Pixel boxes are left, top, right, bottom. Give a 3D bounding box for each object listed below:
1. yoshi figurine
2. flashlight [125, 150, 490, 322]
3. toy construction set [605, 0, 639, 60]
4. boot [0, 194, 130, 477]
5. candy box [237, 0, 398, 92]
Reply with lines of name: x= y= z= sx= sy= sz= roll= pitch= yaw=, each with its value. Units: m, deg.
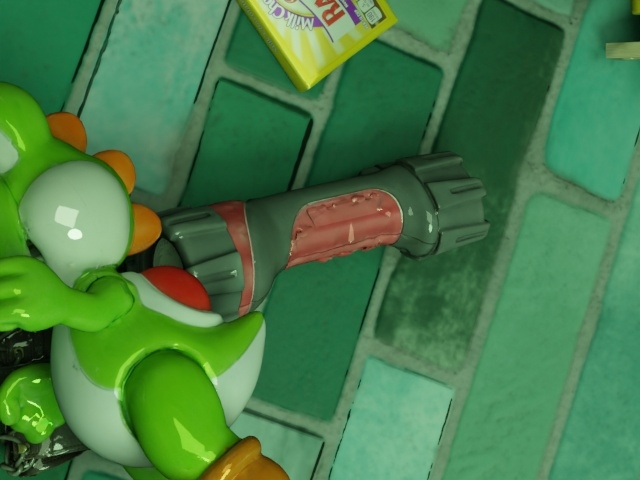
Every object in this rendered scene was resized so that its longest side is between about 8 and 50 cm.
yoshi figurine: x=-0.183 y=0.071 z=1.200 sx=0.203 sy=0.203 sz=0.362 roll=-35 pitch=83 yaw=23
flashlight: x=0.000 y=0.000 z=1.389 sx=0.304 sy=0.103 sz=0.103 roll=-12 pitch=95 yaw=-34
toy construction set: x=0.252 y=-0.237 z=1.489 sx=0.309 sy=0.257 sz=0.237 roll=0 pitch=101 yaw=-2
boot: x=-0.234 y=0.064 z=1.326 sx=0.263 sy=0.091 sz=0.229 roll=-5 pitch=89 yaw=-25
candy box: x=-0.033 y=-0.235 z=1.455 sx=0.105 sy=0.027 sz=0.206 roll=-39 pitch=102 yaw=-16
